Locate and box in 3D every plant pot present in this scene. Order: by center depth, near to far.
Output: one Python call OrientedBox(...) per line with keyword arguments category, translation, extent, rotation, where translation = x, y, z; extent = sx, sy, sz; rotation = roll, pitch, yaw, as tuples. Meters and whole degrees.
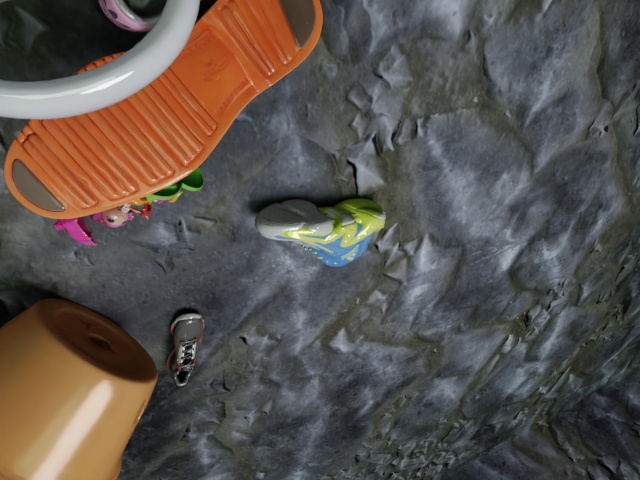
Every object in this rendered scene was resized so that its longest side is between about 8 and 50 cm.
OrientedBox(category="plant pot", translation=(-0.375, 0.221, 0.661), extent=(0.203, 0.291, 0.291), rotation=(-52, 133, -4))

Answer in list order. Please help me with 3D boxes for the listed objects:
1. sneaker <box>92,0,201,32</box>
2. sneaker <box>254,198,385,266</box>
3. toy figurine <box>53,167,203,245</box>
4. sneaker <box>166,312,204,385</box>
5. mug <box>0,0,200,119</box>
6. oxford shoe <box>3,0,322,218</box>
OrientedBox(category="sneaker", translation=(-0.089, -0.316, 0.463), extent=(0.319, 0.131, 0.112), rotation=(-39, 134, 5))
OrientedBox(category="sneaker", translation=(0.000, 0.000, 0.794), extent=(0.240, 0.091, 0.126), rotation=(-4, 128, -26))
OrientedBox(category="toy figurine", translation=(-0.267, -0.059, 0.613), extent=(0.159, 0.130, 0.173), rotation=(-37, 160, 22))
OrientedBox(category="sneaker", translation=(-0.238, 0.200, 0.844), extent=(0.061, 0.065, 0.158), rotation=(-1, 126, -27))
OrientedBox(category="mug", translation=(-0.229, -0.261, 0.297), extent=(0.328, 0.276, 0.374), rotation=(-29, 98, -18))
OrientedBox(category="oxford shoe", translation=(-0.159, -0.153, 0.509), extent=(0.363, 0.132, 0.130), rotation=(-39, 115, -15))
